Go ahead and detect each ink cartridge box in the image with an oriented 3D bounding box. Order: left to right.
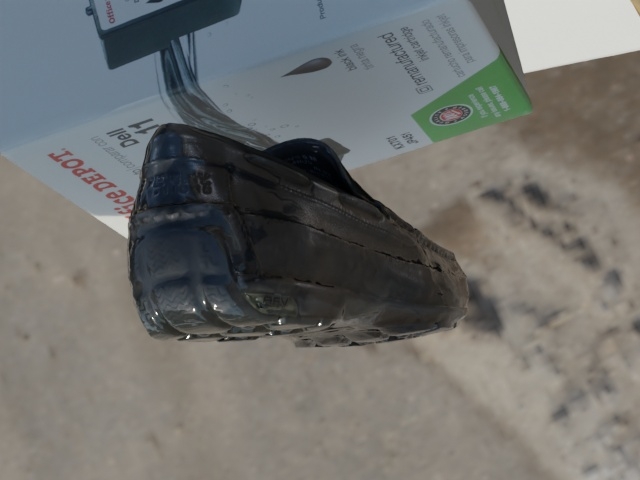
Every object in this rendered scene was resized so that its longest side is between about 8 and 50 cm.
[{"bbox_3d":[-0.028,-0.084,0.847,0.208,0.153,0.087,-17,71,13],"label":"ink cartridge box"}]

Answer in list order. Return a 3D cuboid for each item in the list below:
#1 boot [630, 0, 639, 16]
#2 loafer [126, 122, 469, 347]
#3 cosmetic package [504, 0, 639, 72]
[{"bbox_3d":[0.202,-0.064,0.504,0.269,0.236,0.089,3,91,39],"label":"boot"},{"bbox_3d":[0.000,0.000,0.736,0.076,0.223,0.078,-8,82,25],"label":"loafer"},{"bbox_3d":[0.169,-0.250,1.379,0.217,0.156,0.385,48,167,-13],"label":"cosmetic package"}]
